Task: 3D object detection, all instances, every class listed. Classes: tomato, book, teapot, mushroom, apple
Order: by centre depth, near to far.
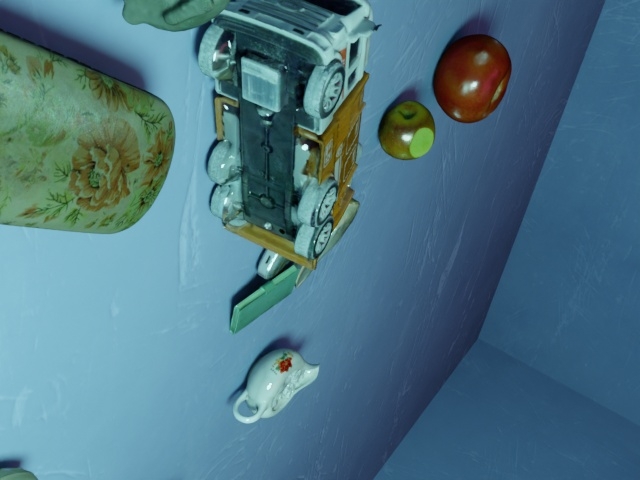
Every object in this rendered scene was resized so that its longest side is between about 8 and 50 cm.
[{"bbox_3d":[-0.096,0.099,1.324,0.135,0.017,0.103,-35,162,-27],"label":"book"},{"bbox_3d":[0.001,0.001,1.455,0.202,0.054,0.059,-56,153,0],"label":"mushroom"},{"bbox_3d":[0.164,-0.213,1.491,0.114,0.099,0.102,-20,134,-23],"label":"apple"},{"bbox_3d":[-0.096,0.280,1.506,0.226,0.092,0.145,-36,145,-46],"label":"teapot"},{"bbox_3d":[0.317,-0.340,1.627,0.195,0.136,0.195,-51,159,-28],"label":"tomato"}]

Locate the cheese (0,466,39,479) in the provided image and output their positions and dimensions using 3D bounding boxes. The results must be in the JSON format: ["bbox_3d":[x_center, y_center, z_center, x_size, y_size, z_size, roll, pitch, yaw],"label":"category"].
[{"bbox_3d":[-0.418,0.348,0.882,0.163,0.070,0.249,-65,159,6],"label":"cheese"}]

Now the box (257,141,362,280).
[{"bbox_3d":[-0.016,-0.057,1.347,0.285,0.044,0.142,-62,163,3],"label":"box"}]

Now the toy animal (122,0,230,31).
[{"bbox_3d":[-0.118,-0.308,0.762,0.108,0.138,0.236,41,47,-30],"label":"toy animal"}]

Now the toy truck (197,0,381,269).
[{"bbox_3d":[-0.031,-0.158,1.023,0.207,0.173,0.387,-54,161,-35],"label":"toy truck"}]

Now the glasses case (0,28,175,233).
[{"bbox_3d":[-0.266,-0.093,0.654,0.425,0.098,0.156,10,103,-68],"label":"glasses case"}]
